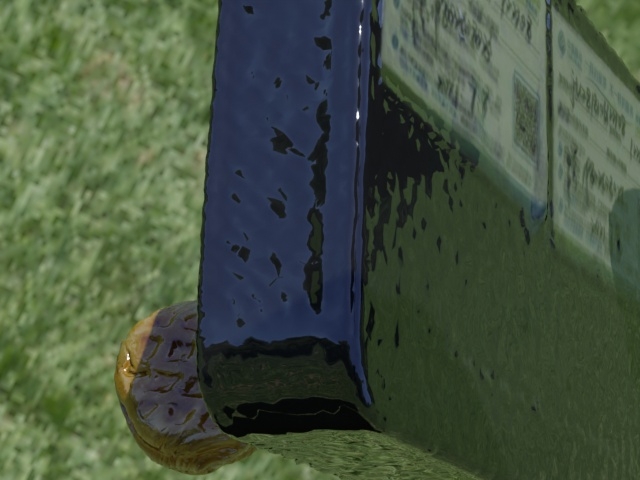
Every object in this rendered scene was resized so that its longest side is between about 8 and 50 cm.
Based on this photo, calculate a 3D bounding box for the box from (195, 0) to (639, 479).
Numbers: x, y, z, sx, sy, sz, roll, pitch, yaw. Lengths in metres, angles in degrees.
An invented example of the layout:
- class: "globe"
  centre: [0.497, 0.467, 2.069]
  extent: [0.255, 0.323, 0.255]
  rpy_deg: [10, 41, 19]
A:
- class: "box"
  centre: [0.063, -0.004, 0.687]
  extent: [0.350, 0.058, 0.211]
  rpy_deg: [32, 56, -59]

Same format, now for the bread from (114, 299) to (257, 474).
- class: "bread"
  centre: [-0.074, 0.084, 1.056]
  extent: [0.083, 0.044, 0.111]
  rpy_deg: [-28, 53, -2]
